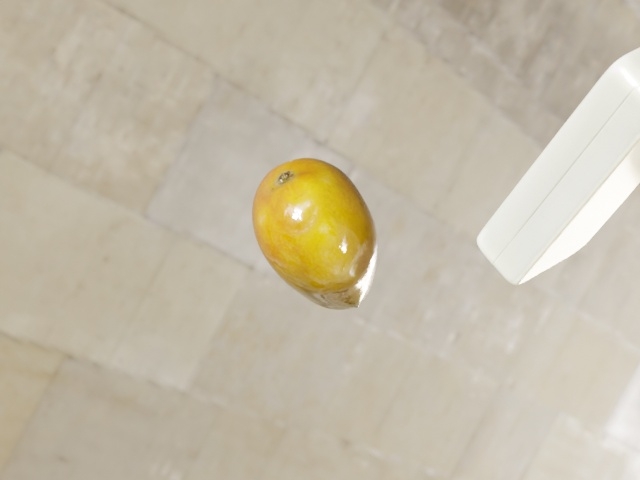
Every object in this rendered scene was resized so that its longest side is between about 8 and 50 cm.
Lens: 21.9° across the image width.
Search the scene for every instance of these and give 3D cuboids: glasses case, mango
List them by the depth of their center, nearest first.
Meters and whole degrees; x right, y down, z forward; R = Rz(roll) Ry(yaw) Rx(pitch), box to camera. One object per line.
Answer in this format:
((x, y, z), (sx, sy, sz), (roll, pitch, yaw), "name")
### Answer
((0.279, -0.080, 1.671), (0.131, 0.313, 0.070), (-27, -110, -38), "glasses case")
((-0.003, -0.006, 1.759), (0.152, 0.120, 0.221), (63, 180, 18), "mango")
